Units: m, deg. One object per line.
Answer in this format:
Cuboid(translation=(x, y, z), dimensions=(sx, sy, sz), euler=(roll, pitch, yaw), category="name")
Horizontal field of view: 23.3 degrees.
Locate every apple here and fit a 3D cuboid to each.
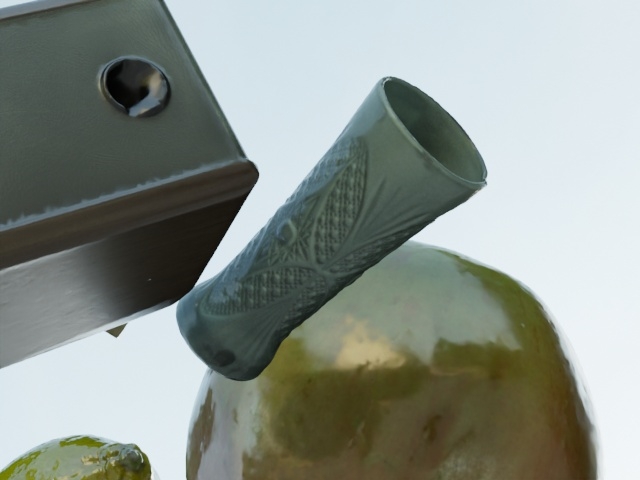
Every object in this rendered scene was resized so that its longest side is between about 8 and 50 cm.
Cuboid(translation=(0.064, 0.166, 1.245), dimensions=(0.338, 0.305, 0.338), euler=(8, -26, 4), category="apple")

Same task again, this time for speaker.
Cuboid(translation=(-0.182, -0.029, 0.889), dimensions=(0.230, 0.153, 0.192), euler=(-18, -21, -29), category="speaker")

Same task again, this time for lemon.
Cuboid(translation=(-0.231, 0.273, 1.440), dimensions=(0.184, 0.184, 0.248), euler=(21, -64, -37), category="lemon")

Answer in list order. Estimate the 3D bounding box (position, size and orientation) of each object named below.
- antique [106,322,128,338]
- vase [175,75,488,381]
Cuboid(translation=(-0.249, 0.010, 1.640), dimensions=(0.146, 0.152, 0.148), euler=(32, -89, -16), category="antique")
Cuboid(translation=(0.000, 0.000, 1.017), dimensions=(0.096, 0.096, 0.219), euler=(27, -61, -39), category="vase")
